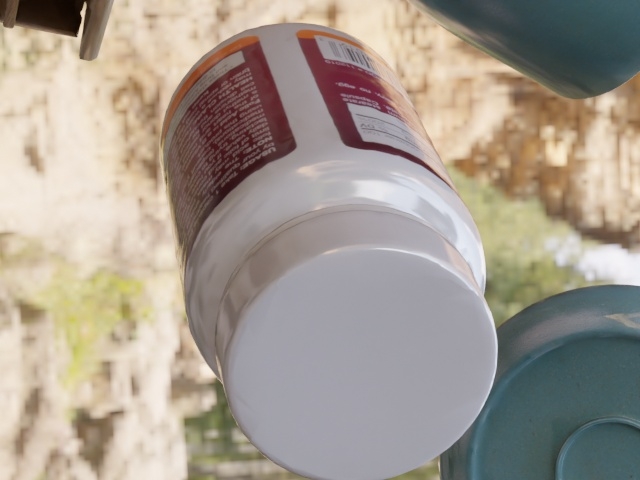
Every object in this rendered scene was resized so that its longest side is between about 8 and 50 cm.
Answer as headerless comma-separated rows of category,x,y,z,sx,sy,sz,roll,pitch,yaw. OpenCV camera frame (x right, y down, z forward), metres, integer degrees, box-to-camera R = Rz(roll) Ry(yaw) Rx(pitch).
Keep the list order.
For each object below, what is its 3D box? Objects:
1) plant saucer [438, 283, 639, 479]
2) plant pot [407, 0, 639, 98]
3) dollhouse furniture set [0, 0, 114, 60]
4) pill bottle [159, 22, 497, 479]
plant saucer,0.252,0.197,1.533,0.044,0.318,0.317,-17,106,-73
plant pot,0.166,-0.294,1.499,0.293,0.235,0.293,-46,-147,42
dollhouse furniture set,-0.318,-0.082,1.465,0.362,0.256,0.394,127,-29,-69
pill bottle,0.000,0.000,1.376,0.392,0.224,0.224,-108,-161,-62
